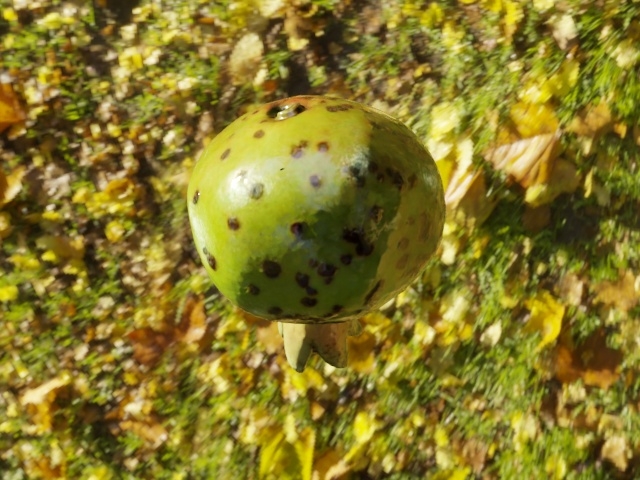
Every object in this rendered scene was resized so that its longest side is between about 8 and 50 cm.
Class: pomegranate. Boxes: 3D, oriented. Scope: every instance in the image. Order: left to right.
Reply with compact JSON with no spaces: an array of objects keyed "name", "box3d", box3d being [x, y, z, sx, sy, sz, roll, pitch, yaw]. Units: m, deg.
[{"name":"pomegranate","box3d":[0.014,-0.008,0.974,0.231,0.231,0.286,-13,141,21]}]
